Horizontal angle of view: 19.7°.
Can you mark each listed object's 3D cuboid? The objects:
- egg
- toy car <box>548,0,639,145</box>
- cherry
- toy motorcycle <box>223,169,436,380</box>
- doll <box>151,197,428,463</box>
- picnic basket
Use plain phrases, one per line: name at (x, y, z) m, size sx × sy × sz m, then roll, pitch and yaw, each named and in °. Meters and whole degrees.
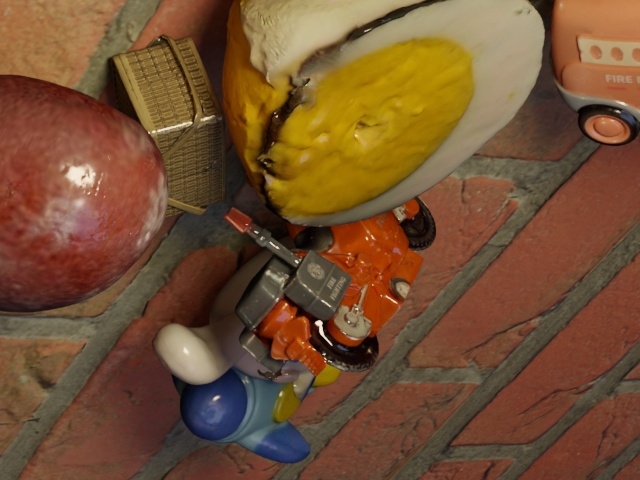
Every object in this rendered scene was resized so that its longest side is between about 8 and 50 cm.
egg at (0.038, -0.181, 1.731) m, size 0.337 × 0.201 × 0.337 m, roll -24°, pitch 155°, yaw -12°
toy car at (0.360, -0.225, 1.875) m, size 0.270 × 0.180 × 0.212 m, roll 4°, pitch 147°, yaw 22°
cherry at (-0.274, -0.041, 1.693) m, size 0.285 × 0.213 × 0.236 m, roll 4°, pitch 174°, yaw 28°
toy motorcycle at (0.000, 0.000, 1.929) m, size 0.148 × 0.221 × 0.326 m, roll -51°, pitch -174°, yaw 39°
doll at (-0.050, 0.132, 2.144) m, size 0.376 × 0.187 × 0.365 m, roll -13°, pitch 148°, yaw -23°
picnic basket at (-0.146, -0.107, 1.787) m, size 0.079 × 0.115 × 0.164 m, roll -16°, pitch 147°, yaw -13°
